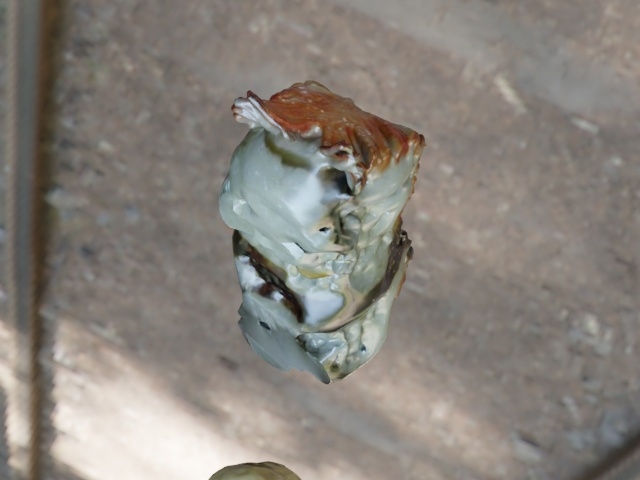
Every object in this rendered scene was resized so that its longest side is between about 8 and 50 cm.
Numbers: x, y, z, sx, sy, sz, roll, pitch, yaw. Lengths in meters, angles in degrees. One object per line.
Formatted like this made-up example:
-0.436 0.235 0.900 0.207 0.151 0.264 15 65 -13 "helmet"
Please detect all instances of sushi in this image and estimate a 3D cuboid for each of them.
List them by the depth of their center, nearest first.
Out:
0.000 0.000 1.228 0.124 0.130 0.332 29 147 19 "sushi"

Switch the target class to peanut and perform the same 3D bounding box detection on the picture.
-0.021 0.096 0.608 0.037 0.037 0.083 18 171 18 "peanut"
